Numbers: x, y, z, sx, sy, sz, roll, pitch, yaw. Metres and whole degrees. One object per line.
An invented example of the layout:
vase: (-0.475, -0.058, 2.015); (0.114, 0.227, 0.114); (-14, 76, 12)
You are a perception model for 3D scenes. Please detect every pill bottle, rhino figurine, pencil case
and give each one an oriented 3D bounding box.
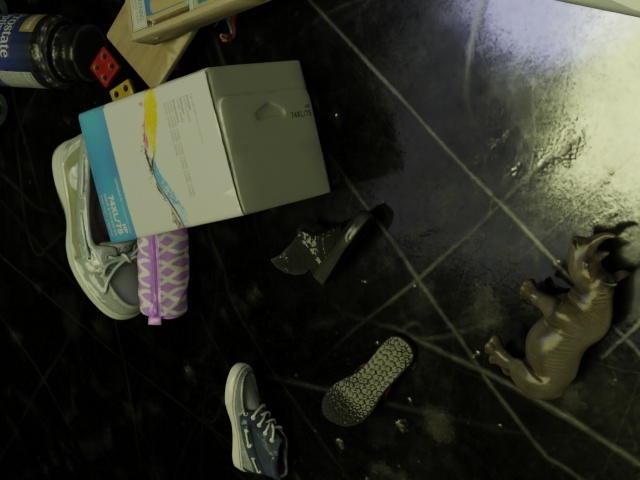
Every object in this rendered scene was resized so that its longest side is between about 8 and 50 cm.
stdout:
pill bottle: (-0.469, -0.313, 1.555); (0.219, 0.123, 0.122); (6, 106, 23)
rhino figurine: (0.289, 0.089, 1.119); (0.106, 0.073, 0.243); (41, 122, 27)
pencil case: (-0.255, 0.025, 1.512); (0.086, 0.088, 0.206); (-1, 107, 2)

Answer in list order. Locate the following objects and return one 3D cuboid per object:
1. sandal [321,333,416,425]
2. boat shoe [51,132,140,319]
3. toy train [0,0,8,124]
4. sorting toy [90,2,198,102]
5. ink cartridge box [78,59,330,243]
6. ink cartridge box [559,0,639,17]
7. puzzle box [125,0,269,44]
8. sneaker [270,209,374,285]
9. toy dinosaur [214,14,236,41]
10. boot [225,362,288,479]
sandal: (0.074, 0.202, 1.343); (0.067, 0.040, 0.179); (48, 111, 11)
boat shoe: (-0.355, -0.027, 1.561); (0.103, 0.118, 0.320); (-20, 82, 44)
toy train: (-0.668, -0.320, 1.674); (0.142, 0.190, 0.333); (20, 114, 32)
sorting toy: (-0.251, -0.314, 1.440); (0.132, 0.046, 0.274); (49, 119, 17)
ink cartridge box: (-0.163, -0.125, 1.331); (0.270, 0.198, 0.197); (-10, 95, 40)
ink cartridge box: (0.371, -0.367, 0.898); (0.272, 0.130, 0.309); (23, 115, 30)
puzzle box: (-0.183, -0.503, 1.302); (0.272, 0.052, 0.408); (-10, 87, 38)
sneaker: (0.002, -0.001, 1.330); (0.089, 0.051, 0.170); (44, 128, 15)
toy dinosaur: (-0.134, -0.332, 1.357); (0.090, 0.047, 0.082); (-17, 110, 29)
boot: (-0.094, 0.284, 1.478); (0.086, 0.069, 0.190); (8, 115, 29)
